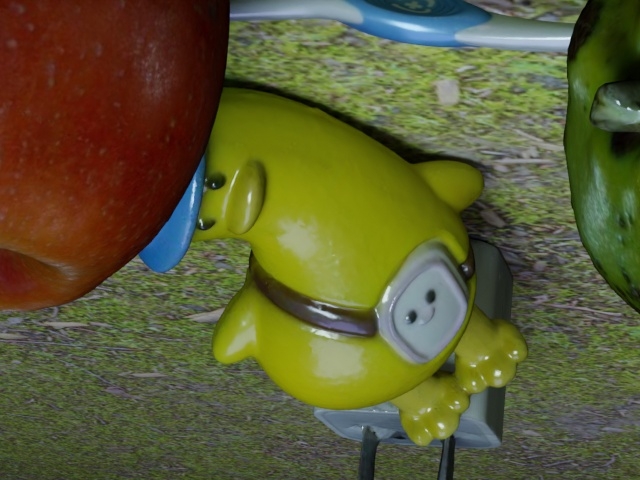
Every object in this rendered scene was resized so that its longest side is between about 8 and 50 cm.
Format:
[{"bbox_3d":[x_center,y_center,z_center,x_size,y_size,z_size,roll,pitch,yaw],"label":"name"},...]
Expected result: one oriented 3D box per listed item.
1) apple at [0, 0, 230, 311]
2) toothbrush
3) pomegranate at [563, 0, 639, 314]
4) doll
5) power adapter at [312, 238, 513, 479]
[{"bbox_3d":[-0.147,-0.079,0.678,0.218,0.201,0.218,-1,164,0],"label":"apple"},{"bbox_3d":[0.035,-0.106,0.781,0.386,0.040,0.040,2,162,17],"label":"toothbrush"},{"bbox_3d":[0.223,-0.070,0.639,0.204,0.276,0.222,57,153,-16],"label":"pomegranate"},{"bbox_3d":[0.000,0.000,0.995,0.363,0.199,0.145,42,-174,-41],"label":"doll"},{"bbox_3d":[0.068,0.111,1.193,0.130,0.205,0.125,0,162,15],"label":"power adapter"}]
